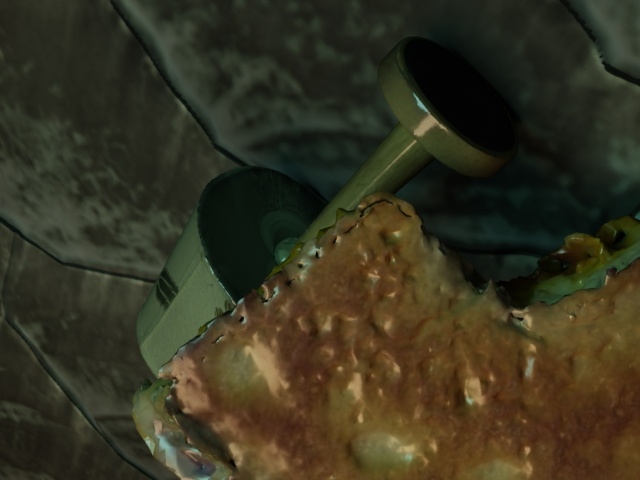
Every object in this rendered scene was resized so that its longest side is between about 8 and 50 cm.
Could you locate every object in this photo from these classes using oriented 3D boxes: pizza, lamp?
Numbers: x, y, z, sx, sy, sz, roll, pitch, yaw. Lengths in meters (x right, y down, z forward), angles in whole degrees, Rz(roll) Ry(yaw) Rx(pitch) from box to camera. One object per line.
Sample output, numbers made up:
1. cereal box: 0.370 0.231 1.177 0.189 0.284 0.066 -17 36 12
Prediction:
1. pizza: 0.075 0.057 0.453 0.305 0.085 0.161 1 99 -11
2. lamp: 0.000 0.000 0.523 0.121 0.121 0.214 44 122 -1
